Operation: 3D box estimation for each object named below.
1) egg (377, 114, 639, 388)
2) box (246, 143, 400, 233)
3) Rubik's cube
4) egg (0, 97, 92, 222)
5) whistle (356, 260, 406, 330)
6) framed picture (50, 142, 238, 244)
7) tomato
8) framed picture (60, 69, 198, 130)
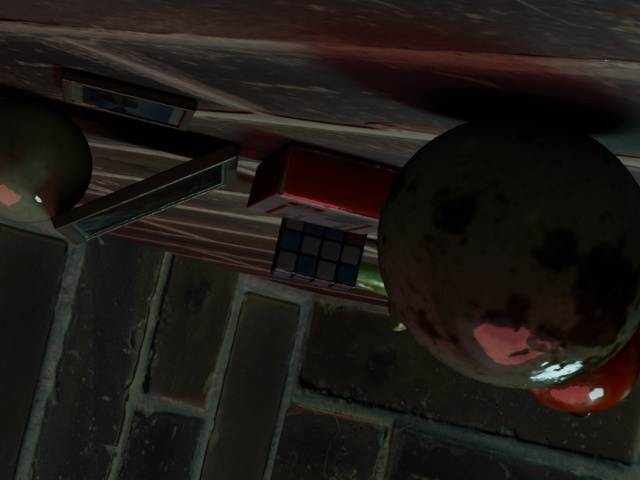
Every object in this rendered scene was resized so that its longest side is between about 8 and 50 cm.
[{"bbox_3d":[0.118,0.003,1.150,0.169,0.169,0.231,15,-173,-20],"label":"egg"},{"bbox_3d":[0.007,-0.043,1.660,0.123,0.050,0.229,14,176,-9],"label":"box"},{"bbox_3d":[0.000,0.000,1.967,0.092,0.092,0.092,14,176,-2],"label":"Rubik's cube"},{"bbox_3d":[-0.272,-0.073,1.686,0.114,0.114,0.152,11,178,31],"label":"egg"},{"bbox_3d":[0.155,0.076,2.418,0.289,0.106,0.131,14,169,-21],"label":"whistle"},{"bbox_3d":[-0.165,-0.042,1.767,0.184,0.016,0.250,-22,177,-5],"label":"framed picture"},{"bbox_3d":[0.289,0.110,2.081,0.187,0.151,0.187,9,-141,-8],"label":"tomato"},{"bbox_3d":[-0.158,-0.114,1.491,0.109,0.011,0.149,14,176,-6],"label":"framed picture"}]
